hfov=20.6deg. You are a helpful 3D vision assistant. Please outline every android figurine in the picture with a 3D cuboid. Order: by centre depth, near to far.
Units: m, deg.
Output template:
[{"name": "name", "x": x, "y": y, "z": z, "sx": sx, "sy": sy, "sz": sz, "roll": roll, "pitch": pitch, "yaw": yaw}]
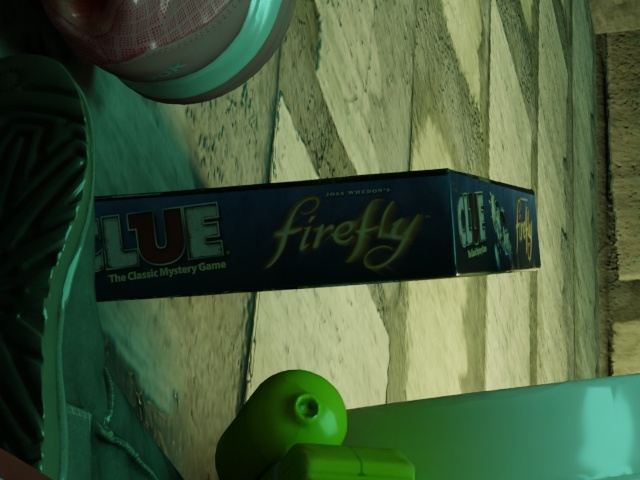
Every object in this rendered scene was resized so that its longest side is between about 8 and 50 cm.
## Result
[{"name": "android figurine", "x": -0.011, "y": 0.177, "z": 0.694, "sx": 0.273, "sy": 0.056, "sz": 0.248, "roll": 123, "pitch": -30, "yaw": -68}]

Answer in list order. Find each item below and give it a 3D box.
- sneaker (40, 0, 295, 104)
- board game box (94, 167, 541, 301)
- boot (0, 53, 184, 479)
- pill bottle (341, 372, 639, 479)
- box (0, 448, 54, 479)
[{"name": "sneaker", "x": -0.069, "y": -0.210, "z": 0.677, "sx": 0.136, "sy": 0.115, "sz": 0.314, "roll": -14, "pitch": 100, "yaw": -74}, {"name": "board game box", "x": 0.000, "y": 0.000, "z": 0.779, "sx": 0.243, "sy": 0.165, "sz": 0.042, "roll": 2, "pitch": 83, "yaw": -76}, {"name": "boot", "x": -0.082, "y": 0.061, "z": 0.627, "sx": 0.208, "sy": 0.076, "sz": 0.190, "roll": 52, "pitch": 38, "yaw": -61}, {"name": "pill bottle", "x": 0.107, "y": 0.274, "z": 0.834, "sx": 0.229, "sy": 0.229, "sz": 0.408, "roll": 19, "pitch": 62, "yaw": -74}, {"name": "box", "x": -0.095, "y": 0.103, "z": 0.272, "sx": 0.257, "sy": 0.128, "sz": 0.123, "roll": 42, "pitch": 19, "yaw": -47}]
